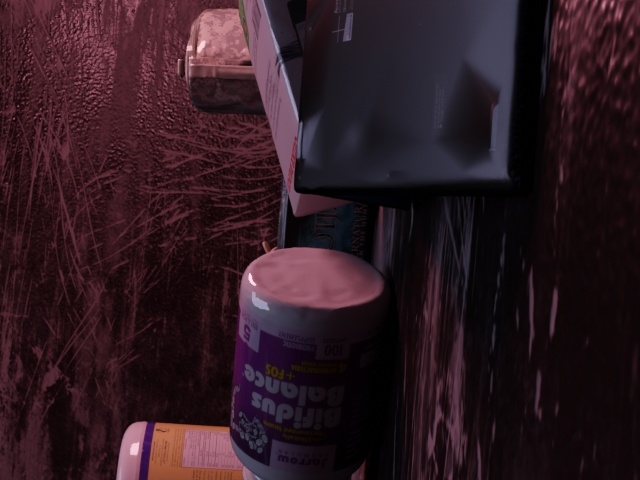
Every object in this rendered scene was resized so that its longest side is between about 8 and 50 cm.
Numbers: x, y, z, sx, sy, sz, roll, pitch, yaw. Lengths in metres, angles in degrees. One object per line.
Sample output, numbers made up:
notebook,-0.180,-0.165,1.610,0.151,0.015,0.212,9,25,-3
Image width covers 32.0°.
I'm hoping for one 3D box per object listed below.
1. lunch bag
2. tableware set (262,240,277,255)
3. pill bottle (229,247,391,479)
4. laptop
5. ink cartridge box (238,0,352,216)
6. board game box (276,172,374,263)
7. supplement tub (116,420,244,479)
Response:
lunch bag,-0.112,-0.340,2.174,0.256,0.305,0.213,-89,1,-73
tableware set,-0.051,0.096,1.806,0.194,0.039,0.128,63,-142,-29
pill bottle,-0.018,0.174,1.281,0.169,0.169,0.302,-96,10,-65
laptop,0.117,-0.219,0.912,0.408,0.236,0.382,4,90,57
ink cartridge box,-0.006,-0.200,1.309,0.211,0.121,0.289,107,148,-73
board game box,0.006,-0.008,1.432,0.026,0.126,0.186,-161,73,-64
supplement tub,-0.159,0.421,1.808,0.241,0.331,0.241,-176,90,-85
